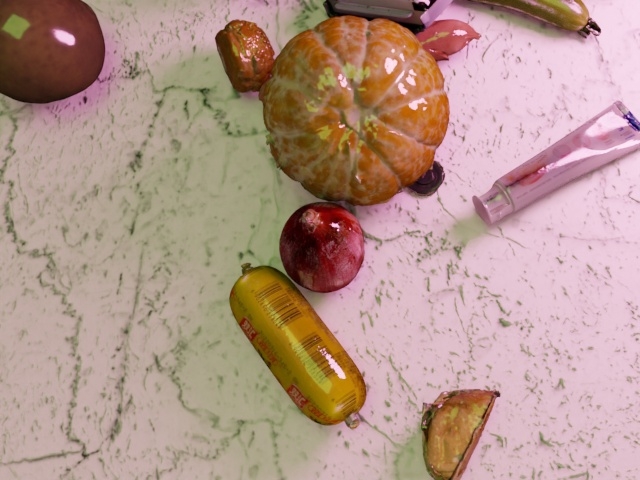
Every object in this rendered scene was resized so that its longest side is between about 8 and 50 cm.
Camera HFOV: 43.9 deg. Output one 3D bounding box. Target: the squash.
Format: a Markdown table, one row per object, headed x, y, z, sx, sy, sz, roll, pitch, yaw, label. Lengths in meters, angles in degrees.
| x | y | z | sx | sy | sz | roll | pitch | yaw | label |
| --- | --- | --- | --- | --- | --- | --- | --- | --- | --- |
| 0.376 | -0.459 | 1.488 | 0.319 | 0.071 | 0.080 | 22 | 87 | 18 | squash |

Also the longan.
| x | y | z | sx | sy | sz | roll | pitch | yaw | label |
| --- | --- | --- | --- | --- | --- | --- | --- | --- | --- |
| -0.564 | -0.396 | 1.579 | 0.258 | 0.258 | 0.257 | -3 | 73 | 11 | longan |

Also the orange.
| x | y | z | sx | sy | sz | roll | pitch | yaw | label |
| --- | --- | --- | --- | --- | --- | --- | --- | --- | --- |
| 0.061 | -0.221 | 1.369 | 0.330 | 0.249 | 0.329 | 1 | 107 | 2 | orange |

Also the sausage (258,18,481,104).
| x | y | z | sx | sy | sz | roll | pitch | yaw | label |
| --- | --- | --- | --- | --- | --- | --- | --- | --- | --- |
| 0.089 | -0.336 | 1.506 | 0.433 | 0.088 | 0.087 | -16 | 71 | 7 | sausage |

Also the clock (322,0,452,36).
| x | y | z | sx | sy | sz | roll | pitch | yaw | label |
| --- | --- | --- | --- | --- | --- | --- | --- | --- | --- |
| 0.147 | -0.470 | 1.489 | 0.253 | 0.083 | 0.186 | 23 | 62 | 40 | clock |

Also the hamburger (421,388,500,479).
| x | y | z | sx | sy | sz | roll | pitch | yaw | label |
| --- | --- | --- | --- | --- | --- | --- | --- | --- | --- |
| 0.213 | 0.304 | 1.289 | 0.102 | 0.087 | 0.176 | 25 | 87 | 30 | hamburger |

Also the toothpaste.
| x | y | z | sx | sy | sz | roll | pitch | yaw | label |
| --- | --- | --- | --- | --- | --- | --- | --- | --- | --- |
| 0.418 | -0.133 | 1.388 | 0.323 | 0.066 | 0.100 | -30 | 65 | -3 | toothpaste |

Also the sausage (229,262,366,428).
| x | y | z | sx | sy | sz | roll | pitch | yaw | label |
| --- | --- | --- | --- | --- | --- | --- | --- | --- | --- |
| -0.041 | 0.178 | 1.354 | 0.123 | 0.123 | 0.347 | -38 | 69 | -1 | sausage |

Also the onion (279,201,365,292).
| x | y | z | sx | sy | sz | roll | pitch | yaw | label |
| --- | --- | --- | --- | --- | --- | --- | --- | --- | --- |
| 0.000 | 0.000 | 1.363 | 0.160 | 0.195 | 0.159 | -4 | 63 | 7 | onion |

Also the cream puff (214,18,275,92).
| x | y | z | sx | sy | sz | roll | pitch | yaw | label |
| --- | --- | --- | --- | --- | --- | --- | --- | --- | --- |
| -0.142 | -0.361 | 1.542 | 0.103 | 0.126 | 0.143 | -22 | 75 | -10 | cream puff |

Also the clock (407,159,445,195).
| x | y | z | sx | sy | sz | roll | pitch | yaw | label |
| --- | --- | --- | --- | --- | --- | --- | --- | --- | --- |
| 0.186 | -0.120 | 1.458 | 0.083 | 0.010 | 0.074 | 36 | 84 | 19 | clock |
